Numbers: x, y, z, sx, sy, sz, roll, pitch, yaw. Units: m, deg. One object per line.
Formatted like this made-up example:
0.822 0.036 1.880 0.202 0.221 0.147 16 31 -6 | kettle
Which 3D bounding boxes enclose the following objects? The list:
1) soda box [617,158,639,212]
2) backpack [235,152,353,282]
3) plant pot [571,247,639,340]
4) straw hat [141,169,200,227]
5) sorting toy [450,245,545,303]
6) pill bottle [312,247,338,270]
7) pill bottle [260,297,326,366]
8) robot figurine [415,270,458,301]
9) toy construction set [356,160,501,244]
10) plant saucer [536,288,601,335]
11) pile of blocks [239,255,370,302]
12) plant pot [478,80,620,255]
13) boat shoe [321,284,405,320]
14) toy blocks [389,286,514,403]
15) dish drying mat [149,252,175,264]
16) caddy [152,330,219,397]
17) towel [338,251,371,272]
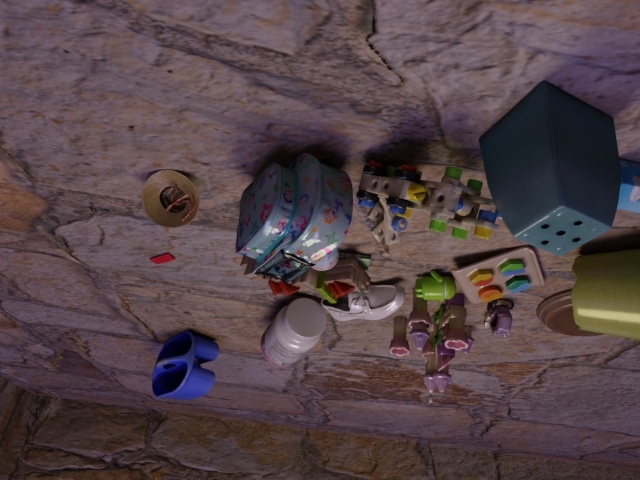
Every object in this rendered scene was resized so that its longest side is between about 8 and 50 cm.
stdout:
0.656 -0.094 0.970 0.210 0.067 0.071 10 147 -5 | soda box
-0.053 -0.055 1.040 0.191 0.225 0.254 27 139 -34 | backpack
0.726 0.122 1.141 0.254 0.275 0.276 -2 148 36 | plant pot
-0.341 -0.097 1.177 0.145 0.144 0.061 1 -171 10 | straw hat
0.470 0.102 1.313 0.208 0.038 0.193 -18 140 22 | sorting toy
0.000 0.000 1.233 0.087 0.087 0.160 4 146 6 | pill bottle
-0.090 0.304 1.650 0.161 0.160 0.283 17 146 -13 | pill bottle
0.322 0.132 1.384 0.115 0.067 0.101 -3 134 16 | robot figurine
0.199 -0.076 1.009 0.215 0.151 0.328 12 171 -33 | toy construction set
0.775 0.213 1.439 0.278 0.041 0.277 5 147 3 | plant saucer
-0.052 0.116 1.364 0.363 0.112 0.149 7 148 14 | pile of blocks
0.396 -0.107 0.852 0.166 0.234 0.165 20 144 -17 | plant pot
0.117 0.179 1.472 0.277 0.098 0.096 -20 138 38 | boat shoe
0.384 0.326 1.492 0.309 0.259 0.288 10 146 -2 | toy blocks
-0.471 0.055 1.490 0.083 0.008 0.032 -14 141 31 | dish drying mat
-0.553 0.498 1.977 0.179 0.241 0.341 24 144 -34 | caddy
0.058 0.063 1.382 0.152 0.023 0.113 6 149 -2 | towel
